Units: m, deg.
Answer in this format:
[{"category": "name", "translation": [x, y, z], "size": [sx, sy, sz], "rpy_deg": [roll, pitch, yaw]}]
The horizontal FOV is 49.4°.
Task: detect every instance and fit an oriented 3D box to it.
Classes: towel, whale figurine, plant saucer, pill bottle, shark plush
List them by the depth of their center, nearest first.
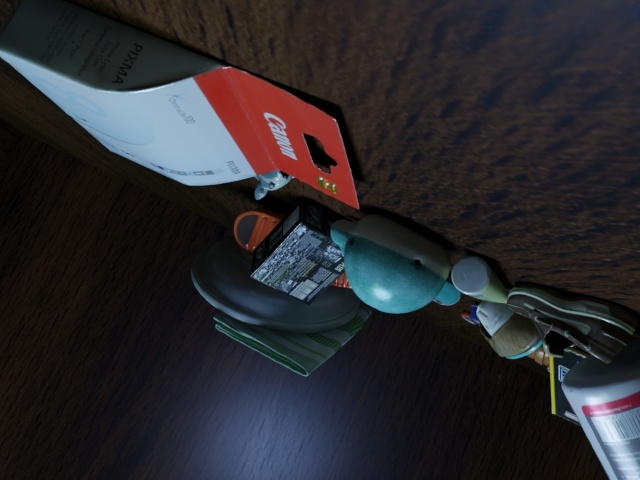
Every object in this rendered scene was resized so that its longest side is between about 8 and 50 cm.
[{"category": "pill bottle", "translation": [0.513, 0.320, 1.044], "size": [0.318, 0.176, 0.176], "rpy_deg": [63, 173, 1]}, {"category": "shark plush", "translation": [-0.080, -0.108, 1.049], "size": [0.067, 0.073, 0.161], "rpy_deg": [57, 173, -9]}, {"category": "whale figurine", "translation": [0.101, 0.043, 1.185], "size": [0.216, 0.141, 0.272], "rpy_deg": [27, 175, -18]}, {"category": "towel", "translation": [-0.052, 0.173, 1.552], "size": [0.248, 0.038, 0.325], "rpy_deg": [25, -155, 21]}, {"category": "plant saucer", "translation": [-0.092, 0.063, 1.605], "size": [0.401, 0.100, 0.400], "rpy_deg": [13, -156, -6]}]

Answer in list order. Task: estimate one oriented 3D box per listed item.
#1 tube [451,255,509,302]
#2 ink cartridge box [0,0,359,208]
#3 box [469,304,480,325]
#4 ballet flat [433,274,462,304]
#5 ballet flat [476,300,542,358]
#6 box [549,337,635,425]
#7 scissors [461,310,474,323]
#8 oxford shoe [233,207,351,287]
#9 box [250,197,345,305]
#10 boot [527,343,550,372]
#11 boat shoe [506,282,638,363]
[{"category": "tube", "translation": [0.274, 0.072, 1.179], "size": [0.062, 0.070, 0.240], "rpy_deg": [-23, 161, 16]}, {"category": "ink cartridge box", "translation": [-0.150, -0.128, 0.853], "size": [0.385, 0.091, 0.308], "rpy_deg": [26, 170, 13]}, {"category": "box", "translation": [0.453, 0.214, 1.730], "size": [0.137, 0.036, 0.225], "rpy_deg": [17, 170, 29]}, {"category": "ballet flat", "translation": [0.185, 0.062, 1.400], "size": [0.222, 0.076, 0.079], "rpy_deg": [27, -166, -18]}, {"category": "ballet flat", "translation": [0.382, 0.172, 1.450], "size": [0.124, 0.116, 0.342], "rpy_deg": [44, -179, 10]}, {"category": "box", "translation": [0.572, 0.286, 1.225], "size": [0.322, 0.079, 0.257], "rpy_deg": [22, 147, 34]}, {"category": "scissors", "translation": [0.419, 0.206, 1.908], "size": [0.109, 0.021, 0.297], "rpy_deg": [22, 174, 28]}, {"category": "oxford shoe", "translation": [0.000, 0.000, 1.521], "size": [0.364, 0.129, 0.133], "rpy_deg": [21, -159, 14]}, {"category": "box", "translation": [-0.029, 0.025, 1.380], "size": [0.147, 0.180, 0.077], "rpy_deg": [28, -144, -23]}, {"category": "boot", "translation": [0.549, 0.256, 1.515], "size": [0.220, 0.109, 0.283], "rpy_deg": [28, -177, 18]}, {"category": "boat shoe", "translation": [0.364, 0.130, 1.079], "size": [0.095, 0.095, 0.257], "rpy_deg": [27, 174, -16]}]
